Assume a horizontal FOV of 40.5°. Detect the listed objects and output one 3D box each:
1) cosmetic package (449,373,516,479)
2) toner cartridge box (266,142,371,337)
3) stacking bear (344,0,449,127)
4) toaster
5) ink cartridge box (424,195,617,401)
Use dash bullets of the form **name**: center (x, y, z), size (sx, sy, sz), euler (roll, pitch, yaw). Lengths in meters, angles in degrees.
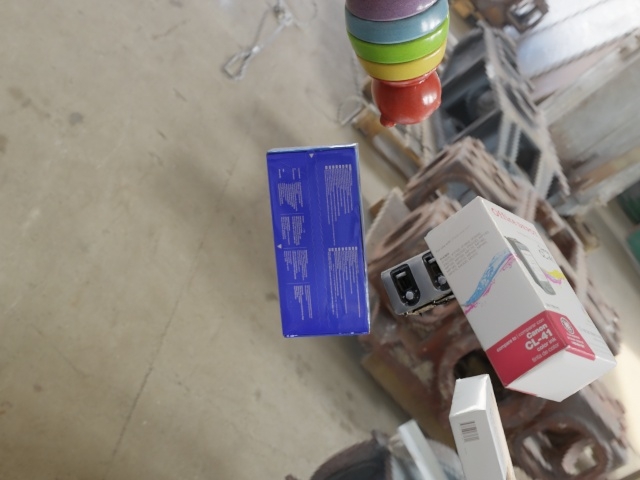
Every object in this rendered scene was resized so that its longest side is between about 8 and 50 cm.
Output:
- **cosmetic package**: center (0.410, 0.549, 2.113), size (0.284, 0.097, 0.377), euler (-39, 115, -77)
- **toner cartridge box**: center (0.000, 0.000, 1.599), size (0.075, 0.165, 0.347), euler (-62, 148, -78)
- **stacking bear**: center (0.117, -0.303, 1.306), size (0.164, 0.175, 0.289), euler (50, -17, 44)
- **toaster**: center (0.239, 0.084, 1.847), size (0.110, 0.168, 0.186), euler (68, 18, 13)
- **ink cartridge box**: center (0.334, 0.100, 1.454), size (0.226, 0.131, 0.306), euler (19, 40, -49)
